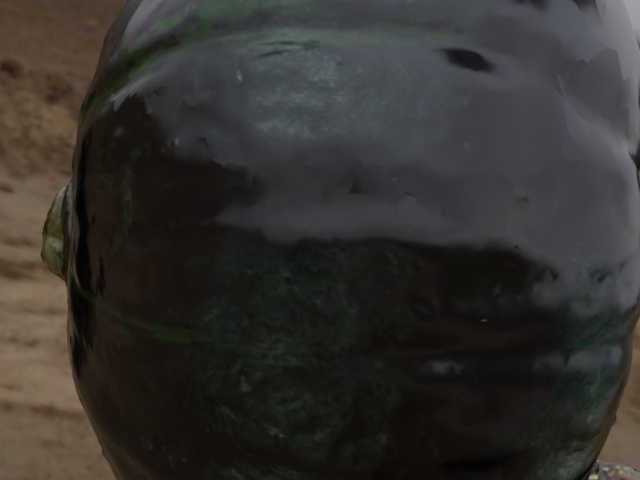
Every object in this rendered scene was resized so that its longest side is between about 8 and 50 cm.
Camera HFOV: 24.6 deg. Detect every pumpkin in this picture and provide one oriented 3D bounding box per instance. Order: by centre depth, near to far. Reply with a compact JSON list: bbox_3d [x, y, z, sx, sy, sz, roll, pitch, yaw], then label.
[{"bbox_3d":[0.000,0.000,0.612,0.238,0.315,0.315,3,10,-1],"label":"pumpkin"}]

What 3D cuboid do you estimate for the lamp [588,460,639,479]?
[{"bbox_3d":[0.185,0.229,0.834,0.274,0.177,0.177,33,4,-20],"label":"lamp"}]
